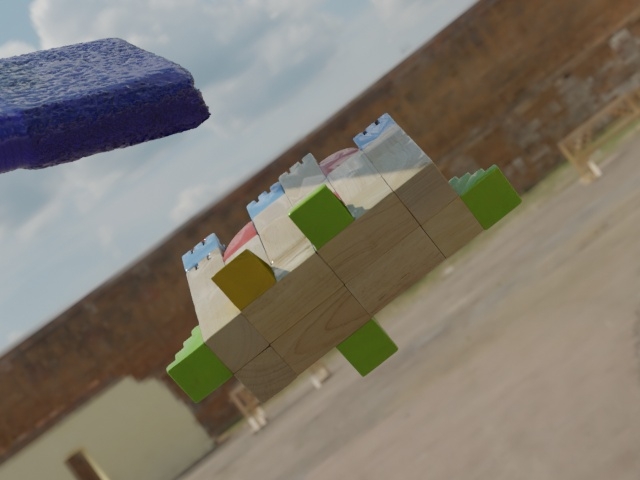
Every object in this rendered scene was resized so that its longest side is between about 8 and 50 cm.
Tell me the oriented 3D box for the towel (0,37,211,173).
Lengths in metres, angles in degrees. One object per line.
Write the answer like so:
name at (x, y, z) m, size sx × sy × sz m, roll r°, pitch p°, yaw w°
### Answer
towel at (-0.272, -0.092, 1.115) m, size 0.308 × 0.076 × 0.228 m, roll -18°, pitch 26°, yaw -24°

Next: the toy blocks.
toy blocks at (0.000, 0.000, 1.435) m, size 0.381 × 0.190 × 0.261 m, roll -38°, pitch 23°, yaw 4°
